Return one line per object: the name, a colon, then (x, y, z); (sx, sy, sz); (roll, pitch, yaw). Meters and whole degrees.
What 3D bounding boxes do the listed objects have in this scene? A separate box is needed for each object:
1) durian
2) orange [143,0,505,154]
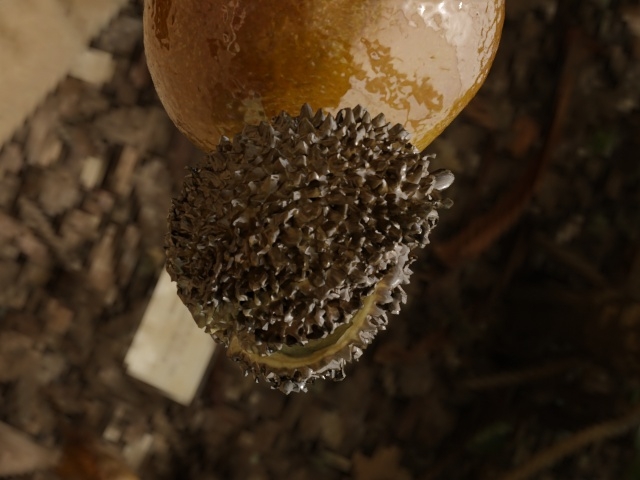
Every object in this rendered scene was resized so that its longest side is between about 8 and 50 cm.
durian: (0.000, 0.000, 1.255); (0.196, 0.196, 0.167); (-23, 82, -45)
orange: (-0.001, -0.161, 1.405); (0.264, 0.264, 0.264); (-26, 126, -43)
